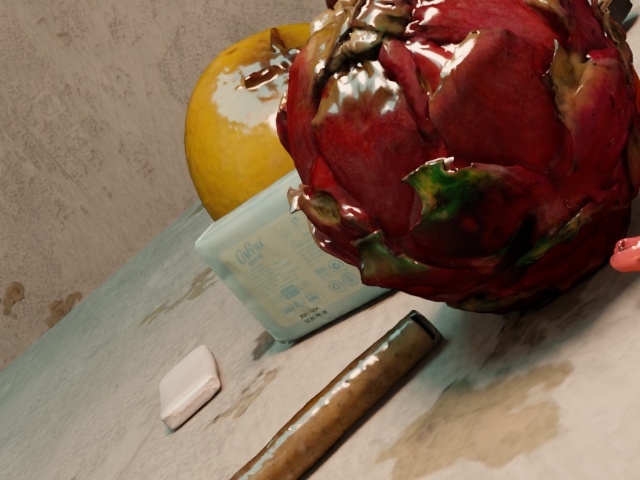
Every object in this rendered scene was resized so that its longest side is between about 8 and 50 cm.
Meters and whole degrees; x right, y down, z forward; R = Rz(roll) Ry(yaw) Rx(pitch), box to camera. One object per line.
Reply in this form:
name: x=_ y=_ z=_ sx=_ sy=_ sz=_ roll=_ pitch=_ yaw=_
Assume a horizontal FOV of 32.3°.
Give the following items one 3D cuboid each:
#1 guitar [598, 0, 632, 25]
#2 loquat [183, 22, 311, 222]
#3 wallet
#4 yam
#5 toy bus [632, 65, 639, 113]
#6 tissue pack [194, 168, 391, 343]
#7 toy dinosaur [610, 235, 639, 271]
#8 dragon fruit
guitar: x=0.328 y=-0.264 z=1.541 sx=0.084 sy=0.038 sz=0.271 roll=-51 pitch=10 yaw=-30
loquat: x=-0.015 y=-0.112 z=1.480 sx=0.329 sy=0.359 sz=0.328 roll=-5 pitch=47 yaw=5
wallet: x=-0.178 y=0.194 z=1.489 sx=0.095 sy=0.033 sz=0.190 roll=-40 pitch=13 yaw=-3
yam: x=0.004 y=0.162 z=0.999 sx=0.264 sy=0.046 sz=0.046 roll=-42 pitch=12 yaw=-8
toy bus: x=0.283 y=-0.133 z=1.127 sx=0.077 sy=0.079 sz=0.174 roll=-23 pitch=20 yaw=30
tissue pack: x=0.000 y=0.000 z=1.277 sx=0.263 sy=0.177 sz=0.089 roll=-31 pitch=16 yaw=41
toy dinosaur: x=0.327 y=-0.050 z=0.746 sx=0.286 sy=0.070 sz=0.139 roll=-35 pitch=23 yaw=14
dragon fruit: x=0.121 y=-0.091 z=0.929 sx=0.329 sy=0.329 sz=0.329 roll=-39 pitch=12 yaw=10
